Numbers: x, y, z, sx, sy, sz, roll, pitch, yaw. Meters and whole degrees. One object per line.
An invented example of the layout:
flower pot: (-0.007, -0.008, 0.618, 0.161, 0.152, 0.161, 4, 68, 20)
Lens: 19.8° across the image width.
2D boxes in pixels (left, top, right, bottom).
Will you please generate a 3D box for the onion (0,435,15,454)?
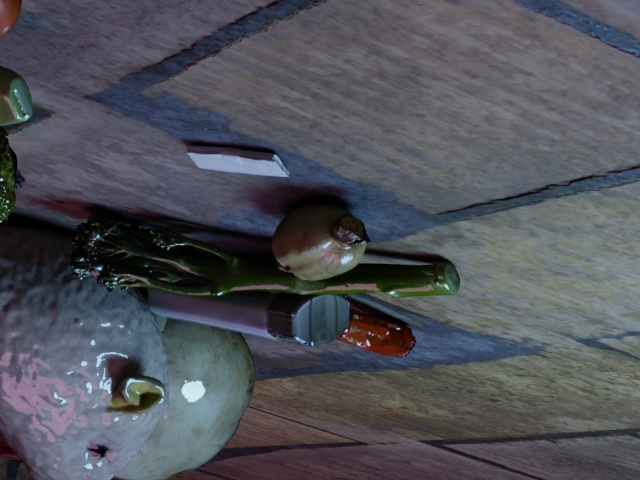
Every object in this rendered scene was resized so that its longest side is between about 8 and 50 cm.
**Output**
onion: (-0.437, 0.165, 2.342, 0.246, 0.190, 0.246, 34, 166, 10)

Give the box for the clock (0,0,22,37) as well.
clock: (-0.302, -0.188, 1.239, 0.205, 0.051, 0.205, 12, 165, 3)

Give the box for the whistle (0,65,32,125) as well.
whistle: (-0.348, -0.119, 1.393, 0.288, 0.106, 0.131, 9, 138, 25)

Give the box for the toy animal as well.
toy animal: (-0.289, 0.103, 1.973, 0.226, 0.188, 0.358, -24, 119, 19)

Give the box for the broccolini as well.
broccolini: (-0.060, 0.013, 1.795, 0.392, 0.079, 0.074, 0, 153, 14)

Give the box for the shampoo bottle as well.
shampoo bottle: (-0.077, 0.067, 1.892, 0.086, 0.056, 0.227, -11, -166, -43)

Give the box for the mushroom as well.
mushroom: (-0.196, 0.176, 2.178, 0.255, 0.255, 0.184, 24, -165, -37)

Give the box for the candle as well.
candle: (0.048, 0.093, 1.980, 0.162, 0.048, 0.053, 21, -154, -50)

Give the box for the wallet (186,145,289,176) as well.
wallet: (-0.070, -0.068, 1.567, 0.083, 0.011, 0.044, 7, 164, 19)

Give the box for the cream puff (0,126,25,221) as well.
cream puff: (-0.336, -0.059, 1.567, 0.169, 0.183, 0.183, -13, 171, -17)

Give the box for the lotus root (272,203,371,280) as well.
lotus root: (0.000, 0.000, 1.662, 0.073, 0.062, 0.150, 41, 154, -15)
